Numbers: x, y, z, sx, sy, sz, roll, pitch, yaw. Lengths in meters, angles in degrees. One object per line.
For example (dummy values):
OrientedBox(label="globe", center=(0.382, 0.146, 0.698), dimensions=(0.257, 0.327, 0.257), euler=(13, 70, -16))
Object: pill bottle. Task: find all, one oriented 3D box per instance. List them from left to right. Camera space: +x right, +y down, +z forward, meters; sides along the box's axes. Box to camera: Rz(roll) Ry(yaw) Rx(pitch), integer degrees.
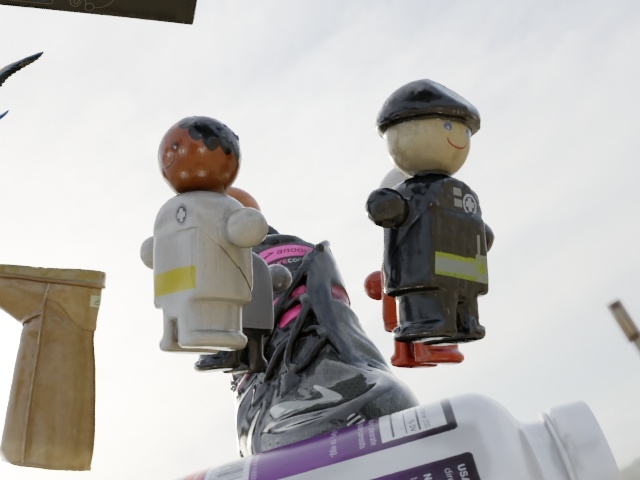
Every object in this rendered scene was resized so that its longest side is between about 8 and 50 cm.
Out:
OrientedBox(label="pill bottle", center=(0.050, 0.219, 0.671), dimensions=(0.322, 0.182, 0.181), euler=(-17, -22, 4))

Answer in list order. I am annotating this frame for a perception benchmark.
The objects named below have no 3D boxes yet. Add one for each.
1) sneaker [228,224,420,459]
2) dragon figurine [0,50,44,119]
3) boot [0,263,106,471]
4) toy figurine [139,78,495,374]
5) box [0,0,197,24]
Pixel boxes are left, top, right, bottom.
OrientedBox(label="sneaker", center=(-0.035, 0.105, 0.970), dimensions=(0.185, 0.202, 0.483), euler=(-23, 20, -12))
OrientedBox(label="dragon figurine", center=(-0.467, -0.159, 1.228), dimensions=(0.289, 0.144, 0.085), euler=(-27, -15, -47))
OrientedBox(label="boot", center=(-0.409, 0.169, 1.287), dimensions=(0.236, 0.270, 0.089), euler=(1, -10, 20))
OrientedBox(label="toy figurine", center=(0.000, 0.000, 0.585), dimensions=(0.209, 0.148, 0.213), euler=(-3, -13, 5))
OrientedBox(label="box", center=(-0.088, -0.118, 0.343), dimensions=(0.083, 0.062, 0.052), euler=(0, -53, -25))
